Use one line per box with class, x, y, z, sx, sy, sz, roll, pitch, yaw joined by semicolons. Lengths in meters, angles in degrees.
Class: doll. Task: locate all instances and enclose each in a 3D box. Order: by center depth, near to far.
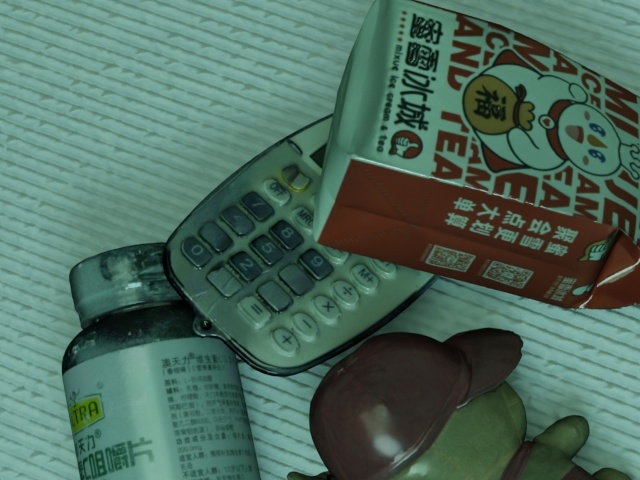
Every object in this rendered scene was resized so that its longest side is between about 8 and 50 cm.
doll;0.111;0.174;1.499;0.256;0.152;0.196;42;57;2

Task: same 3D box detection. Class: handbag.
handbag;0.156;-0.062;1.522;0.298;0.151;0.171;13;60;-4

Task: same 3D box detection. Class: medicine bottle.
medicine bottle;-0.125;0.153;1.558;0.141;0.141;0.293;-14;76;9

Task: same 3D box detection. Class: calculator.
calculator;0.000;0.000;1.564;0.268;0.040;0.177;-34;70;-28
